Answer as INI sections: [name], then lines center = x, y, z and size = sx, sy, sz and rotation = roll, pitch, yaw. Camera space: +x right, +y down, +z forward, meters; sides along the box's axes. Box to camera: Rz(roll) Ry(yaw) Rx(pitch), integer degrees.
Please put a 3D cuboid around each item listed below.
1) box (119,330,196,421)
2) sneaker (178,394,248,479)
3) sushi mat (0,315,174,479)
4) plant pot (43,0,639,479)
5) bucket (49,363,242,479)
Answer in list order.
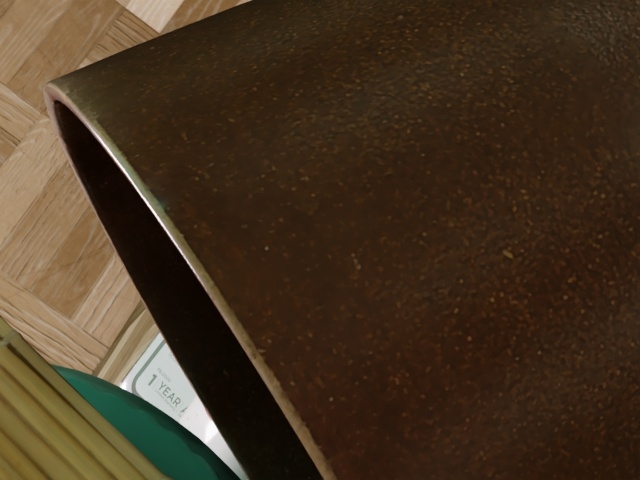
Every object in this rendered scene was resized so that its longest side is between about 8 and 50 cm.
[box]
center = 0.066, 0.006, 0.739
size = 0.169, 0.087, 0.290
rotation = 39, 94, 39
[sneaker]
center = 0.000, -0.001, 0.624
size = 0.270, 0.145, 0.090
rotation = -38, 28, 11
[sushi mat]
center = -0.044, 0.152, 0.400
size = 0.151, 0.316, 0.019
rotation = -43, -30, -15
[plant pot]
center = 0.076, -0.007, 0.484
size = 0.230, 0.215, 0.215
rotation = -31, 5, -9
[bucket]
center = -0.117, 0.180, 0.525
size = 0.183, 0.281, 0.281
rotation = 88, -153, -52
